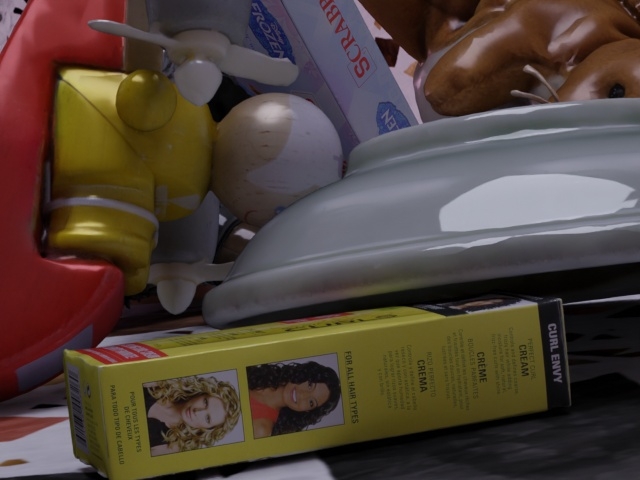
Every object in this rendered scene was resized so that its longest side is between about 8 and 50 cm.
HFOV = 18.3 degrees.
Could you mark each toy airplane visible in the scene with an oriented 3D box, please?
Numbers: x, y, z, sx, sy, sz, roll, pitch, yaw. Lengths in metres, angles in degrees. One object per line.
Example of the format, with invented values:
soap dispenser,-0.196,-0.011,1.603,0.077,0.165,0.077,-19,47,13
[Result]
toy airplane,-0.106,-0.103,1.268,0.272,0.384,0.386,22,19,4

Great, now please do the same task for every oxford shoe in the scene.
oxford shoe,-0.009,0.019,1.540,0.096,0.083,0.227,22,14,24

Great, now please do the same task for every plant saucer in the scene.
plant saucer,0.125,-0.016,1.167,0.400,0.101,0.400,-7,-5,-1

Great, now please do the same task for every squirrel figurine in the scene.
squirrel figurine,0.277,-0.134,1.778,0.397,0.281,0.370,-12,13,-25

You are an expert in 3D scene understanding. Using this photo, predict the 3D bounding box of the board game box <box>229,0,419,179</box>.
board game box,-0.059,-0.133,1.731,0.318,0.319,0.066,14,53,46

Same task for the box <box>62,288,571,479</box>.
box,-0.002,0.067,0.960,0.232,0.058,0.087,-8,5,-17

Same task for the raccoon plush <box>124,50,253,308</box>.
raccoon plush,-0.248,-0.022,1.618,0.446,0.216,0.299,-15,-2,-41
